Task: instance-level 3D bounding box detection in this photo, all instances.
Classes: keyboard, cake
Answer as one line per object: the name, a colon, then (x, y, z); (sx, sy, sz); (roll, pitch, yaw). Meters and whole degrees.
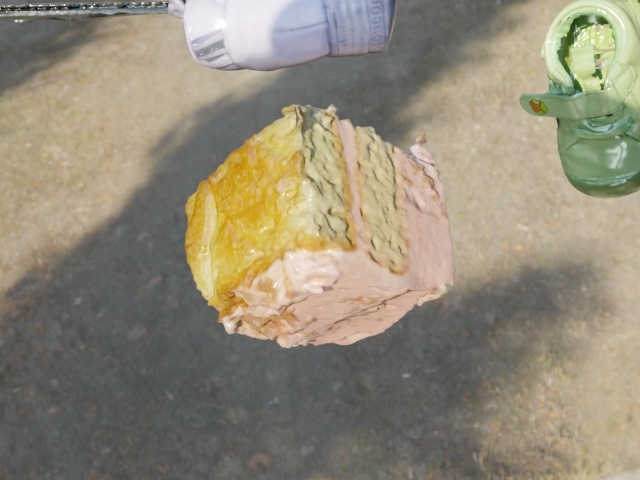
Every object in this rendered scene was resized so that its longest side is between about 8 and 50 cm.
keyboard: (-0.197, -0.188, 0.711); (0.196, 0.015, 0.074); (-3, 19, -8)
cake: (0.000, 0.000, 1.349); (0.314, 0.307, 0.293); (-29, 60, 42)

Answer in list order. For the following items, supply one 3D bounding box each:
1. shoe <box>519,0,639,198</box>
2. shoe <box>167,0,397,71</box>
shoe: (0.334, -0.184, 1.084); (0.128, 0.262, 0.140); (-1, 3, -39)
shoe: (-0.050, -0.185, 0.617); (0.137, 0.095, 0.245); (-14, 36, -16)
